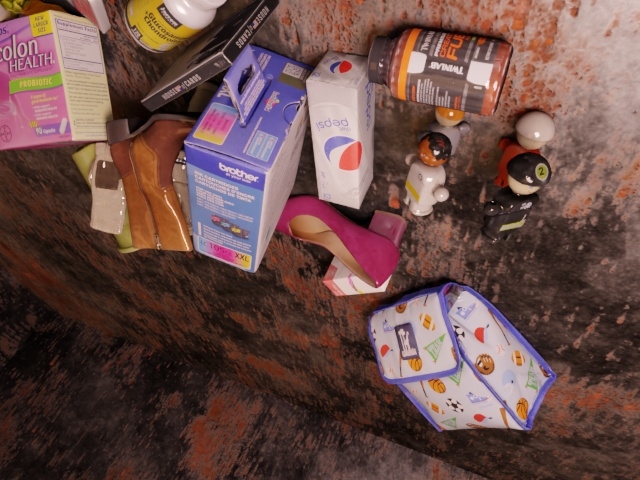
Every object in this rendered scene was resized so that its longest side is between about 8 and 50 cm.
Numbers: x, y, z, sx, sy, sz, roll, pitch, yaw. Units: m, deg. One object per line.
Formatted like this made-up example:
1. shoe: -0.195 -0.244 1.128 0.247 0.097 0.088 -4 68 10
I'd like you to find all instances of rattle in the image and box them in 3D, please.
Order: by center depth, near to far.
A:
1. rattle: -0.595 -0.527 0.923 0.143 0.130 0.199 6 116 12

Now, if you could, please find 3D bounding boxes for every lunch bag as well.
1. lunch bag: 0.332 0.301 1.259 0.385 0.239 0.328 50 144 -5

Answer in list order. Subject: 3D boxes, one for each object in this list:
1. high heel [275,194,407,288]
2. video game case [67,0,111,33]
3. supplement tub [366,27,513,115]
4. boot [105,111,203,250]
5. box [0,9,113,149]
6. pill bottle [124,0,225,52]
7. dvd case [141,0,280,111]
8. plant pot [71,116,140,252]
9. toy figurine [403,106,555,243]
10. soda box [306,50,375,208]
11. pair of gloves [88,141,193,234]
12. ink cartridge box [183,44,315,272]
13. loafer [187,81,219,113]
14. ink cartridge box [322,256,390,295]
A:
1. high heel: 0.000 0.000 1.114 0.378 0.181 0.127 5 141 30
2. video game case: -0.499 -0.500 0.838 0.285 0.025 0.204 42 174 -19
3. supplement tub: 0.172 -0.254 0.718 0.198 0.106 0.106 16 145 16
4. boot: -0.303 -0.109 0.967 0.264 0.096 0.280 -3 105 18
5. box: -0.564 -0.318 1.000 0.214 0.117 0.242 0 101 22
6. pill bottle: -0.242 -0.397 0.816 0.184 0.103 0.103 -7 134 41
7. dvd case: -0.191 -0.317 0.819 0.239 0.179 0.029 -9 136 42
8. plant pot: -0.451 -0.152 1.189 0.276 0.276 0.253 -7 122 41
9. toy figurine: 0.244 -0.124 0.753 0.210 0.213 0.148 22 137 13
10. soda box: 0.044 -0.193 0.898 0.091 0.098 0.286 16 144 17
11. pair of gloves: -0.388 -0.110 1.067 0.240 0.042 0.204 5 104 -3
12. ink cartridge box: -0.127 -0.160 0.904 0.151 0.269 0.395 20 147 -1
13. loafer: -0.263 -0.226 1.072 0.102 0.092 0.268 26 146 6
14. ink cartridge box: 0.113 0.068 1.187 0.198 0.115 0.067 -12 130 45
